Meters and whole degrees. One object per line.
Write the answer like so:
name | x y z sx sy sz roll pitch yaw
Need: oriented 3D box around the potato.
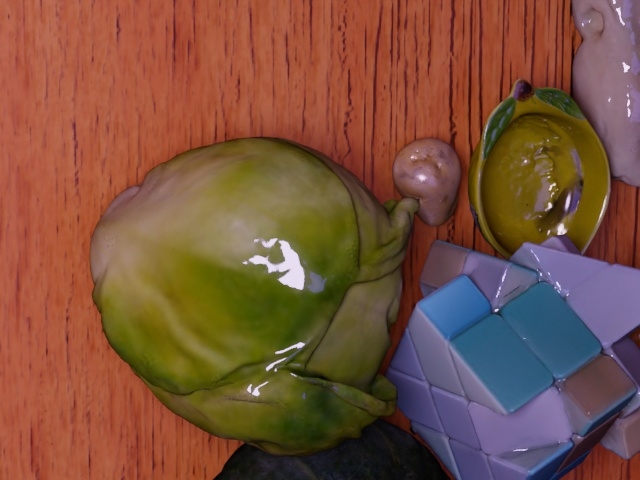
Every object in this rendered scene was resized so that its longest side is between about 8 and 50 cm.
potato | 0.104 -0.056 1.789 0.068 0.062 0.083 -20 130 -9

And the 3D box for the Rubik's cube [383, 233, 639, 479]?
Rubik's cube | 0.192 0.106 1.732 0.213 0.224 0.265 -32 73 -24

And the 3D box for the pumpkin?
pumpkin | 0.010 0.304 1.705 0.300 0.207 0.300 -4 99 -27

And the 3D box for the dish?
dish | 0.199 -0.063 1.824 0.149 0.080 0.208 -19 108 -20

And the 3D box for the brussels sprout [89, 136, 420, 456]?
brussels sprout | -0.048 0.045 1.610 0.294 0.227 0.259 26 98 12

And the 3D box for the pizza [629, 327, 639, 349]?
pizza | 0.341 0.073 1.933 0.194 0.069 0.154 -32 112 -28

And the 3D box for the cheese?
cheese | 0.334 -0.186 1.871 0.159 0.093 0.263 -10 104 -26
